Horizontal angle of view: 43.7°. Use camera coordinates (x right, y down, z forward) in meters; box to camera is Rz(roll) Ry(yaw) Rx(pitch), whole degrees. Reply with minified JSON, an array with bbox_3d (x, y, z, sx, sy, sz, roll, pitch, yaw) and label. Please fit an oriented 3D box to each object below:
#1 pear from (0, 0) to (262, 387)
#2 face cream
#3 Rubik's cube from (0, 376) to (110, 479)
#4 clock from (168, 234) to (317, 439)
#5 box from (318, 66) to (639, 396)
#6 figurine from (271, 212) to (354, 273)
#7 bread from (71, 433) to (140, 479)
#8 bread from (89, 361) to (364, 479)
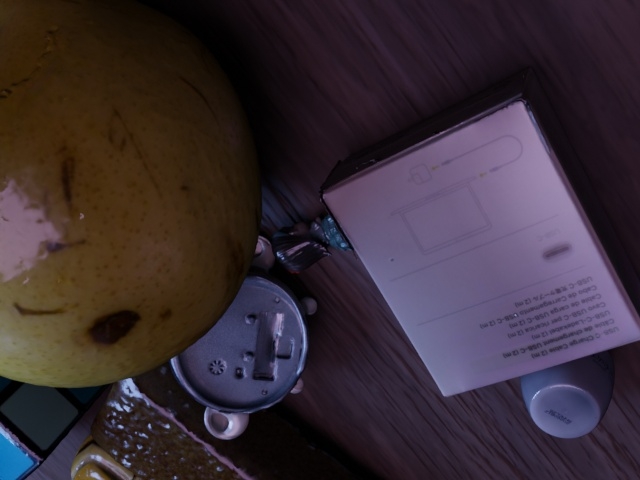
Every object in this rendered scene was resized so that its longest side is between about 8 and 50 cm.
[{"bbox_3d":[-0.219,-0.048,0.705,0.348,0.348,0.348,8,119,15],"label":"pear"},{"bbox_3d":[0.241,0.139,0.784,0.091,0.095,0.091,8,118,15],"label":"face cream"},{"bbox_3d":[-0.391,0.195,0.984,0.167,0.183,0.180,45,120,-9],"label":"Rubik's cube"},{"bbox_3d":[-0.086,0.108,0.862,0.155,0.063,0.229,11,96,-4],"label":"clock"},{"bbox_3d":[0.152,0.001,0.737,0.203,0.106,0.252,-25,105,27],"label":"box"},{"bbox_3d":[0.000,0.000,0.829,0.106,0.047,0.060,-21,144,20],"label":"figurine"},{"bbox_3d":[-0.253,0.347,1.083,0.200,0.077,0.116,38,130,-2],"label":"bread"},{"bbox_3d":[-0.080,0.291,0.965,0.416,0.113,0.165,38,127,-2],"label":"bread"}]
